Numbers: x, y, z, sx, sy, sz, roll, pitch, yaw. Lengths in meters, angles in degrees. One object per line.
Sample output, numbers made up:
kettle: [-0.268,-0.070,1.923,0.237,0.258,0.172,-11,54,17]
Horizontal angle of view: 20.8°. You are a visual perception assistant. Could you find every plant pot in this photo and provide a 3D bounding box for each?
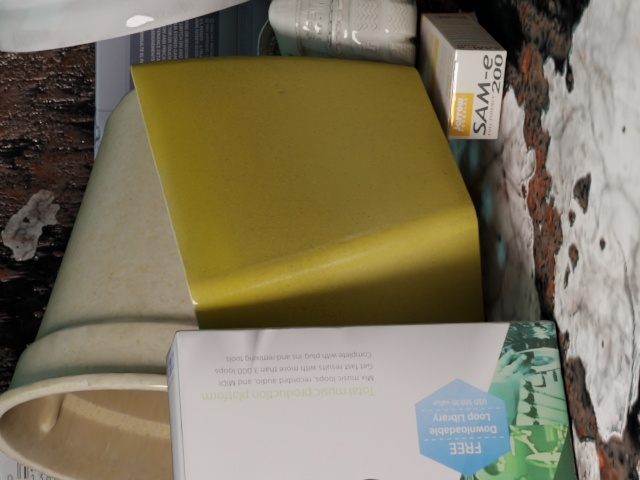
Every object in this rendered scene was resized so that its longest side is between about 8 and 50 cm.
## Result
plant pot: [0.000,0.000,1.166,0.212,0.187,0.212,79,174,-51]
plant pot: [-0.094,0.040,1.493,0.334,0.334,0.305,115,162,-64]

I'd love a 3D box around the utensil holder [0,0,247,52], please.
utensil holder: [-0.200,-0.407,1.637,0.327,0.328,0.385,-132,27,-72]

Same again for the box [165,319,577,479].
box: [0.038,0.205,0.987,0.058,0.232,0.322,118,149,-67]

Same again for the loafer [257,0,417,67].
loafer: [0.008,-0.147,1.327,0.319,0.111,0.112,104,170,-83]

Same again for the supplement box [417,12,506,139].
supplement box: [0.093,-0.112,1.172,0.098,0.036,0.062,-114,25,-65]

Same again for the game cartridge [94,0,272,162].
game cartridge: [-0.150,-0.228,1.917,0.060,0.196,0.294,-139,50,-83]

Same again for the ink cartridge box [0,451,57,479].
ink cartridge box: [-0.203,0.305,1.937,0.385,0.308,0.091,112,154,-64]
